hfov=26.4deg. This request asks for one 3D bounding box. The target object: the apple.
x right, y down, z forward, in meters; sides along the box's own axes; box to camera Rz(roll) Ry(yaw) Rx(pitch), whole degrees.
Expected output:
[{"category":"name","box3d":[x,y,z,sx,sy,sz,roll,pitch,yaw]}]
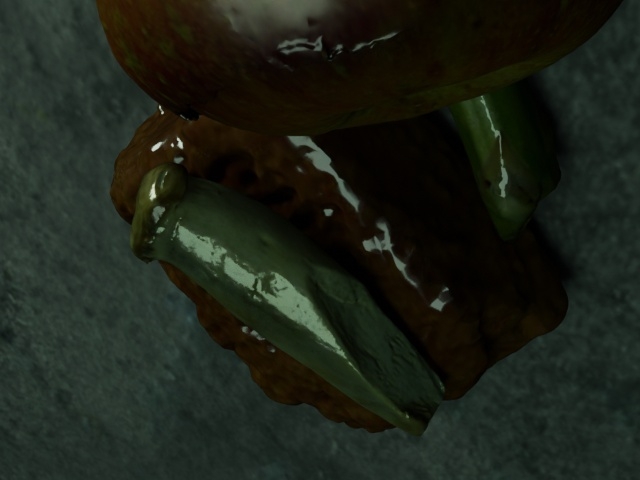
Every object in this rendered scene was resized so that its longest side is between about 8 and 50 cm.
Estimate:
[{"category":"apple","box3d":[0.023,-0.250,0.888,0.374,0.384,0.374,25,122,49]}]

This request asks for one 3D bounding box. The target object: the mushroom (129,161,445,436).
[{"category":"mushroom","box3d":[-0.024,0.048,1.201,0.333,0.087,0.107,35,141,-2]}]

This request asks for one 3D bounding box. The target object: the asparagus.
[{"category":"asparagus","box3d":[0.129,-0.151,1.154,0.085,0.082,0.343,-13,117,21]}]

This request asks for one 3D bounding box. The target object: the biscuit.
[{"category":"biscuit","box3d":[0.000,0.000,1.328,0.395,0.166,0.343,48,137,-13]}]
